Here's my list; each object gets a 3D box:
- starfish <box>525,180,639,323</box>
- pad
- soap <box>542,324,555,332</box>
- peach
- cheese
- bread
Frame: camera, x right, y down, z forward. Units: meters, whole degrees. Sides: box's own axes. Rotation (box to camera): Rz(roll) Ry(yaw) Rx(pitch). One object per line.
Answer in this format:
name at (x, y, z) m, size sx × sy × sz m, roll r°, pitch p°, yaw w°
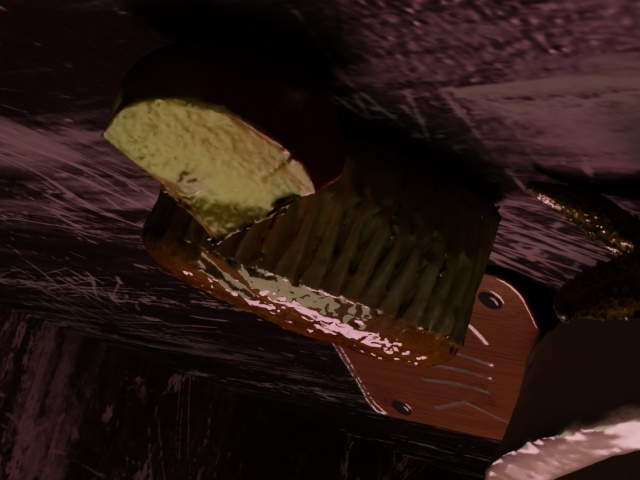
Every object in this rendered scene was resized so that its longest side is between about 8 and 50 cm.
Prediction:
starfish at (0.231, 0.030, 0.906) m, size 0.240 × 0.043 × 0.227 m, roll 38°, pitch -147°, yaw 20°
pad at (0.121, 0.113, 1.413) m, size 0.286 × 0.018 × 0.284 m, roll 6°, pitch 140°, yaw 38°
soap at (0.292, 0.161, 1.506) m, size 0.259 × 0.081 × 0.181 m, roll 17°, pitch 166°, yaw 5°
peach at (-0.059, -0.070, 0.862) m, size 0.151 × 0.118 × 0.151 m, roll 42°, pitch 173°, yaw 7°
cheese at (0.319, 0.189, 1.210) m, size 0.292 × 0.153 × 0.332 m, roll 31°, pitch 149°, yaw -6°
bread at (0.000, 0.000, 1.034) m, size 0.253 × 0.142 × 0.227 m, roll 20°, pitch 175°, yaw -27°
